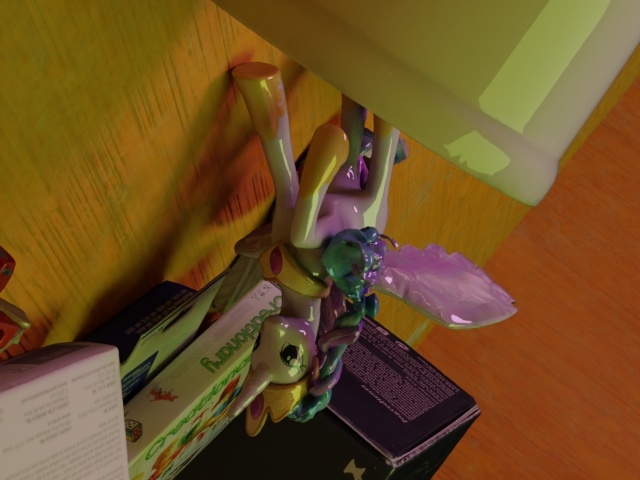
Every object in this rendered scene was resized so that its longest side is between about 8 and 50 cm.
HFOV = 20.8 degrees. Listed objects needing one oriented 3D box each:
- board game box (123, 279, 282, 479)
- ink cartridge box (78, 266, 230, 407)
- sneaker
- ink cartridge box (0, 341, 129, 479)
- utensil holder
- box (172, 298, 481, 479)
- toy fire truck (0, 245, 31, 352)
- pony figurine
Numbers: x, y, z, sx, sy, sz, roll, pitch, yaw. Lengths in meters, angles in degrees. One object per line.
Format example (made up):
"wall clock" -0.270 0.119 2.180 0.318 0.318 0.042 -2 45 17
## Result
"board game box" -0.153 0.189 1.847 0.305 0.053 0.193 -43 165 -41
"ink cartridge box" -0.214 0.156 1.799 0.165 0.065 0.332 -38 162 -52
"sneaker" 0.000 0.000 2.003 0.283 0.122 0.110 -57 167 18
"ink cartridge box" -0.260 0.301 1.485 0.308 0.091 0.385 -20 108 -69
"utensil holder" 0.127 -0.272 1.263 0.385 0.328 0.327 -57 167 8
"box" -0.079 0.347 2.280 0.480 0.297 0.472 -55 169 12
"toy fire truck" -0.242 0.034 1.175 0.047 0.135 0.192 -54 168 7
"pony figurine" 0.020 -0.016 1.725 0.351 0.303 0.363 -29 131 -54
